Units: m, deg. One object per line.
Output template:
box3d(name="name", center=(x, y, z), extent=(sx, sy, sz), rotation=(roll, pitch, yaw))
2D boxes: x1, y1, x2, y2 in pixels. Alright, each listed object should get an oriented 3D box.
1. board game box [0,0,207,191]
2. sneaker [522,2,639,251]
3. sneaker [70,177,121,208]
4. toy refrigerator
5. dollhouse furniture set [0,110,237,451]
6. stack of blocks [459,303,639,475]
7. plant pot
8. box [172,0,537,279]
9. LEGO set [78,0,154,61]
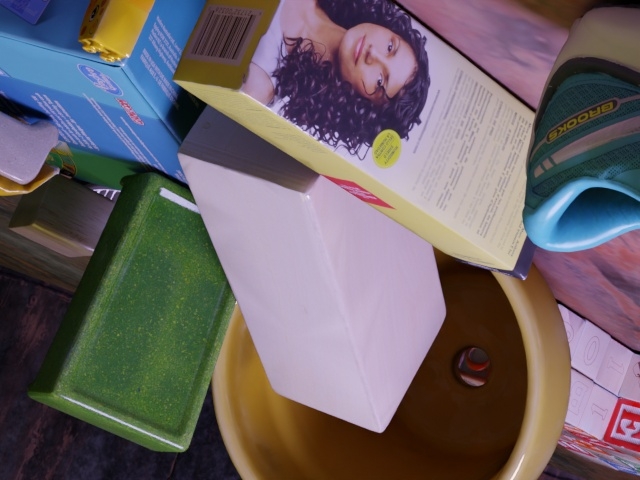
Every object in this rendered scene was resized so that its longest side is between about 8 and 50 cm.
box3d(name="board game box", center=(-0.214, -0.126, 1.011), extent=(0.336, 0.079, 0.254), rotation=(16, 165, 17))
box3d(name="sneaker", center=(0.199, -0.016, 0.649), extent=(0.275, 0.110, 0.107), rotation=(13, 167, 43))
box3d(name="sneaker", center=(-0.141, -0.022, 1.622), extent=(0.222, 0.083, 0.118), rotation=(18, -168, -17))
box3d(name="toy refrigerator", center=(0.000, 0.000, 1.006), extent=(0.094, 0.102, 0.269), rotation=(18, 152, 23))
box3d(name="dollhouse furniture set", center=(-0.223, 0.004, 1.034), extent=(0.302, 0.151, 0.197), rotation=(28, 164, -26))
box3d(name="stack of blocks", center=(0.248, 0.139, 1.507), extent=(0.171, 0.087, 0.297), rotation=(13, 167, 46))
box3d(name="plant pot", center=(0.081, 0.096, 1.250), extent=(0.254, 0.254, 0.239), rotation=(19, -174, 24))
box3d(name="box", center=(0.036, -0.064, 0.851), extent=(0.058, 0.087, 0.232), rotation=(13, 168, 47))
box3d(name="LEGO set", center=(-0.109, -0.135, 0.758), extent=(0.087, 0.093, 0.227), rotation=(26, 170, -22))
